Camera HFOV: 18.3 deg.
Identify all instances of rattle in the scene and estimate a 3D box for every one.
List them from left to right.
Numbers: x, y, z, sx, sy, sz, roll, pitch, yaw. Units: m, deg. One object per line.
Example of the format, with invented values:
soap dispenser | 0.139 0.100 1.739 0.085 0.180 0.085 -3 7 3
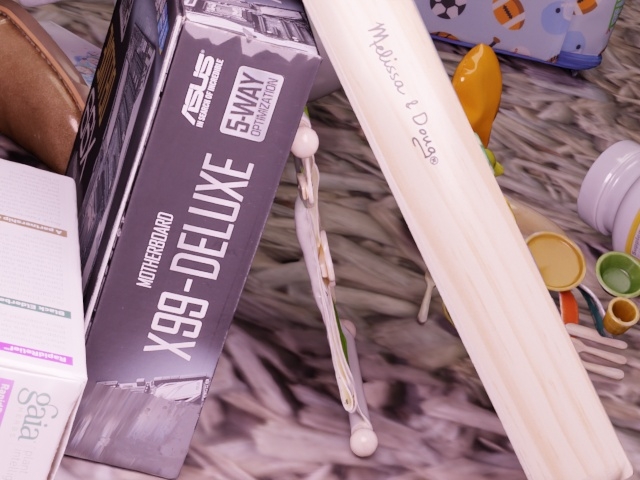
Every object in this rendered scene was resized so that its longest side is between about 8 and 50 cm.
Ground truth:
rattle | 0.154 -0.030 1.409 0.130 0.143 0.199 29 8 -31

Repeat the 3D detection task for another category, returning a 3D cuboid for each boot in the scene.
boot | -0.256 -0.116 1.352 0.115 0.112 0.305 -34 55 -27

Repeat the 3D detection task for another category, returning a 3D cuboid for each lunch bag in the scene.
lunch bag | 0.160 -0.270 2.028 0.303 0.115 0.243 15 19 -11

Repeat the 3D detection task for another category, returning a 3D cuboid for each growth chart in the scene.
growth chart | 0.000 0.000 1.111 0.021 0.237 0.172 -11 33 1

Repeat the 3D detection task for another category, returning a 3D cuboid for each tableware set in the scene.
tableware set | 0.143 0.029 1.330 0.154 0.024 0.104 17 55 -5

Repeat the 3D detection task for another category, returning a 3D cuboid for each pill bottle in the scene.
pill bottle | 0.285 -0.002 1.492 0.184 0.103 0.103 35 26 34

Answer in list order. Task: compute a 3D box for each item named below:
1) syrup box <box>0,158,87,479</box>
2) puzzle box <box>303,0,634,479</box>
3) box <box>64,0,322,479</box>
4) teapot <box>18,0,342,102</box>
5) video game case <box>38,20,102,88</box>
syrup box | -0.176 0.043 0.994 0.096 0.093 0.237 15 22 -14
puzzle box | 0.052 -0.071 1.082 0.052 0.409 0.272 -25 6 4
box | -0.084 -0.052 1.102 0.076 0.242 0.307 15 22 -13
teapot | -0.069 -0.199 1.569 0.256 0.187 0.252 47 40 -11
video game case | -0.194 -0.123 1.485 0.157 0.019 0.143 30 23 26
